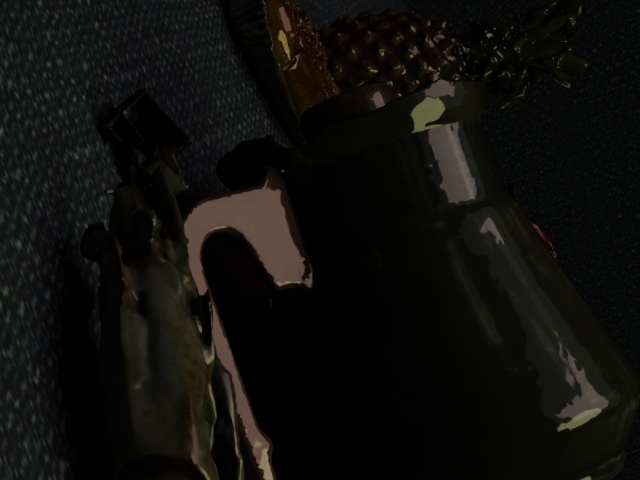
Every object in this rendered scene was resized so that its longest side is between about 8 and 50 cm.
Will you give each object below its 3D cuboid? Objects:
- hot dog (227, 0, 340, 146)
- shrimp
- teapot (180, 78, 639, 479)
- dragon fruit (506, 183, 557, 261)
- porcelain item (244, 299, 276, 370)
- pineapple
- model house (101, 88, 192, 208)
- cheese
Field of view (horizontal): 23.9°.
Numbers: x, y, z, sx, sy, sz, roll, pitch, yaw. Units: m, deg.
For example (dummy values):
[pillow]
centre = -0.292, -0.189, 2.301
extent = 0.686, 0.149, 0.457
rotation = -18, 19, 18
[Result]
[hot dog]
centre = -0.028, -0.194, 1.726
extent = 0.268, 0.075, 0.144
rotation = 60, 13, -49
[shrimp]
centre = -0.087, 0.122, 0.980
extent = 0.247, 0.085, 0.360
rotation = 61, 16, -74
[teapot]
centre = 0.048, 0.060, 1.220
extent = 0.376, 0.305, 0.362
rotation = -16, 84, -40
[dragon fruit]
centre = 0.192, 0.061, 1.897
extent = 0.299, 0.244, 0.244
rotation = 54, 12, 3
[porcelain item]
centre = -0.044, 0.092, 1.329
extent = 0.075, 0.021, 0.136
rotation = -65, 134, -67
[pineapple]
centre = 0.155, -0.227, 1.892
extent = 0.175, 0.361, 0.175
rotation = -14, 90, -79
[model house]
centre = -0.129, -0.068, 1.153
extent = 0.083, 0.057, 0.058
rotation = 48, -10, -11
[cheese]
centre = -0.094, 0.012, 1.241
extent = 0.047, 0.017, 0.111
rotation = -23, 94, -75
